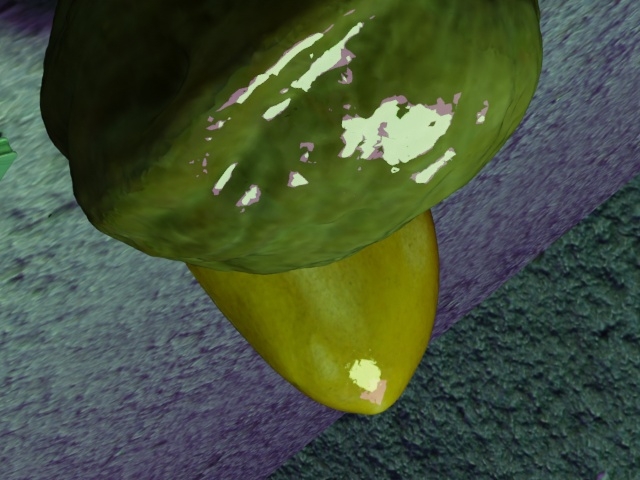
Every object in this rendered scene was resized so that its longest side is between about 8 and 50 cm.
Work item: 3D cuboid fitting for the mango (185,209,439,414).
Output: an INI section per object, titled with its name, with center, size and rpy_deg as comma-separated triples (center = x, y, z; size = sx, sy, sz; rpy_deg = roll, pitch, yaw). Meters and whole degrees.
[mango]
center = 0.000, 0.000, 1.315
size = 0.187, 0.257, 0.138
rpy_deg = -19, 162, -46

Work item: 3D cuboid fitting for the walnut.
[walnut]
center = -0.023, -0.097, 0.953
size = 0.283, 0.227, 0.283
rpy_deg = -37, 179, -1

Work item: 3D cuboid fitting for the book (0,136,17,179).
[book]
center = -0.256, -0.016, 1.177
size = 0.103, 0.017, 0.135
rpy_deg = -19, 161, -41
